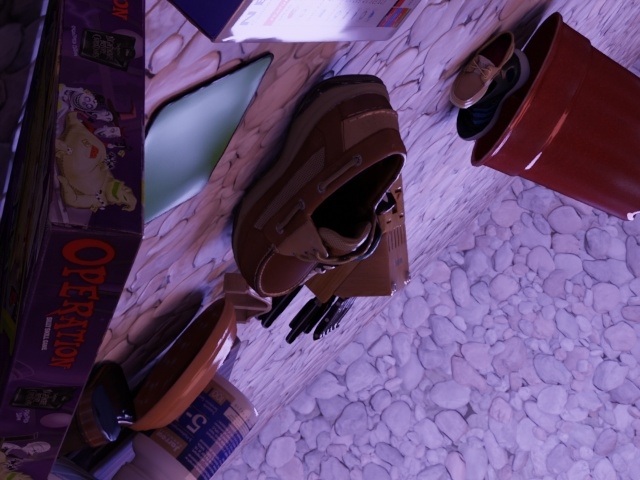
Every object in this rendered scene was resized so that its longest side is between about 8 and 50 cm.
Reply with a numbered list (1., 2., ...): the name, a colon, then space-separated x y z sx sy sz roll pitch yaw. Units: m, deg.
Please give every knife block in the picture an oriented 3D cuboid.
1. knife block: 0.001 0.009 1.617 0.088 0.242 0.275 -25 112 -66

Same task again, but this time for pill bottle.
1. pill bottle: -0.178 0.266 1.464 0.186 0.112 0.112 -49 171 -20

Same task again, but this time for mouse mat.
1. mouse mat: -0.118 -0.076 0.972 0.152 0.007 0.189 -36 164 -45

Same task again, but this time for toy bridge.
1. toy bridge: -0.096 0.080 1.499 0.188 0.063 0.026 100 -7 -72

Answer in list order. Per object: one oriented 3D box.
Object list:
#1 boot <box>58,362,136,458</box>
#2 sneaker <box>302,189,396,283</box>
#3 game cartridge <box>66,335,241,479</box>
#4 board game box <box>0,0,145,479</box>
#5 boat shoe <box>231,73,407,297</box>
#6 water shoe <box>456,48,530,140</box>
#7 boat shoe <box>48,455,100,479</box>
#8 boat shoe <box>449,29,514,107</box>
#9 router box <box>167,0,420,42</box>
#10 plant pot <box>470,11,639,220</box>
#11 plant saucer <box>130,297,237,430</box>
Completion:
1. boot: -0.277 0.196 1.276 0.106 0.082 0.219 -20 -179 1
2. sneaker: 0.000 0.000 1.410 0.108 0.121 0.302 -39 168 -34
3. game cartridge: -0.265 0.275 1.595 0.355 0.068 0.230 -42 173 -25
4. board game box: -0.159 0.007 0.654 0.056 0.208 0.347 4 145 -21
5. boat shoe: -0.003 -0.031 1.206 0.123 0.120 0.324 -12 148 -31
6. water shoe: 0.241 -0.224 1.722 0.080 0.073 0.203 -8 152 -27
7. boat shoe: -0.298 0.340 1.379 0.094 0.109 0.302 -50 148 -10
8. boat shoe: 0.230 -0.248 1.597 0.135 0.050 0.045 -54 169 -17
9. router box: 0.066 -0.280 0.712 0.335 0.082 0.301 -50 169 22
10. plant pot: 0.419 -0.177 1.775 0.272 0.265 0.272 -62 -176 8
11. plant saucer: -0.167 0.159 1.398 0.200 0.037 0.200 -48 -169 12
